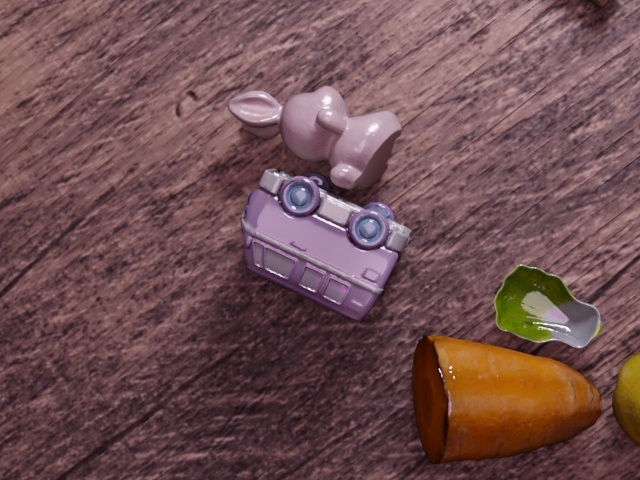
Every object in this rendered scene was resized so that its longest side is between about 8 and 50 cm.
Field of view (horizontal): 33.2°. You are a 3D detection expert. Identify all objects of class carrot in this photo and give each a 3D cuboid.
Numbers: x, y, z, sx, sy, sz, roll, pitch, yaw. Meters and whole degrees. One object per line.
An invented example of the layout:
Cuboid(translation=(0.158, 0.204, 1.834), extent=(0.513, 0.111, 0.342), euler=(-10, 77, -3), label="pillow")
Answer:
Cuboid(translation=(0.236, 0.192, 1.328), extent=(0.225, 0.159, 0.159), euler=(-2, 90, -3), label="carrot")

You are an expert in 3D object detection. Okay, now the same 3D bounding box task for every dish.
Cuboid(translation=(0.289, 0.090, 1.368), extent=(0.137, 0.039, 0.091), euler=(23, 88, 5), label="dish")

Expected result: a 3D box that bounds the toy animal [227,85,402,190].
Cuboid(translation=(-0.008, -0.154, 1.369), extent=(0.212, 0.124, 0.124), euler=(31, 94, 12), label="toy animal")

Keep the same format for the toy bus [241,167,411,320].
Cuboid(translation=(0.000, 0.000, 1.348), extent=(0.202, 0.142, 0.142), euler=(26, 100, 5), label="toy bus")

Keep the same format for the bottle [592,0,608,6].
Cuboid(translation=(0.333, -0.340, 1.358), extent=(0.096, 0.045, 0.045), euler=(38, 94, 7), label="bottle")

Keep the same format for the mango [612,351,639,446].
Cuboid(translation=(0.480, 0.221, 1.291), extent=(0.262, 0.167, 0.130), euler=(22, 107, 3), label="mango")
